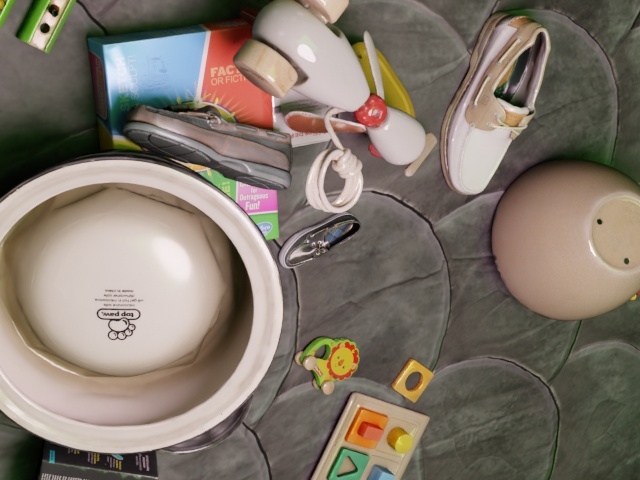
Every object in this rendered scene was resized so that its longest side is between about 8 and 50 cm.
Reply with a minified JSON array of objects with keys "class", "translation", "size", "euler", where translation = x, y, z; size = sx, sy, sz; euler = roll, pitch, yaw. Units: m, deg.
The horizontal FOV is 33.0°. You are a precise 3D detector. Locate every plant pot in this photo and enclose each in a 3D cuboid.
[{"class":"plant pot","translation":[0.456,-0.006,1.797],"size":[0.284,0.191,0.284],"euler":[1,87,-17]}]

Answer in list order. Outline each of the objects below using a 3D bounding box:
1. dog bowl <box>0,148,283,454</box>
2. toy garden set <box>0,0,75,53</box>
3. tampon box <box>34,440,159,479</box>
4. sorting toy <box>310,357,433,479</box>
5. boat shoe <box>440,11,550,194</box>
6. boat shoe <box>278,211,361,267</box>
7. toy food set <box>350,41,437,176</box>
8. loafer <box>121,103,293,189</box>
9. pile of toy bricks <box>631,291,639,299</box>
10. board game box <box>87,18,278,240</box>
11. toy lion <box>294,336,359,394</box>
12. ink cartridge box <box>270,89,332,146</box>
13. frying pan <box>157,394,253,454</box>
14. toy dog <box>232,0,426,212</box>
[{"class":"dog bowl","translation":[-0.257,0.065,1.404],"size":[0.408,0.150,0.407],"euler":[-3,112,-7]},{"class":"toy garden set","translation":[-0.384,-0.368,1.298],"size":[0.244,0.049,0.203],"euler":[26,93,-36]},{"class":"tampon box","translation":[-0.319,0.340,1.528],"size":[0.161,0.120,0.101],"euler":[12,103,-14]},{"class":"sorting toy","translation":[0.094,0.366,1.863],"size":[0.196,0.047,0.347],"euler":[22,95,-35]},{"class":"boat shoe","translation":[0.279,-0.212,1.730],"size":[0.113,0.103,0.302],"euler":[6,104,-33]},{"class":"boat shoe","translation":[0.000,0.000,1.674],"size":[0.142,0.040,0.049],"euler":[-33,122,-18]},{"class":"toy food set","translation":[0.077,-0.191,1.625],"size":[0.218,0.071,0.128],"euler":[54,43,-24]},{"class":"loafer","translation":[-0.144,-0.139,1.438],"size":[0.268,0.096,0.084],"euler":[20,76,-42]},{"class":"pile of toy bricks","translation":[0.469,0.058,1.962],"size":[0.212,0.118,0.105],"euler":[5,77,-16]},{"class":"board game box","translation":[-0.183,-0.135,1.498],"size":[0.242,0.064,0.316],"euler":[-14,114,-27]},{"class":"toy lion","translation":[0.018,0.194,1.766],"size":[0.096,0.034,0.100],"euler":[-46,124,-18]},{"class":"ink cartridge box","translation":[-0.039,-0.209,1.564],"size":[0.099,0.056,0.135],"euler":[-13,113,-27]},{"class":"frying pan","translation":[-0.225,0.287,1.633],"size":[0.197,0.053,0.326],"euler":[19,107,-28]},{"class":"toy dog","translation":[-0.002,-0.221,1.454],"size":[0.220,0.161,0.333],"euler":[-36,128,-15]}]
